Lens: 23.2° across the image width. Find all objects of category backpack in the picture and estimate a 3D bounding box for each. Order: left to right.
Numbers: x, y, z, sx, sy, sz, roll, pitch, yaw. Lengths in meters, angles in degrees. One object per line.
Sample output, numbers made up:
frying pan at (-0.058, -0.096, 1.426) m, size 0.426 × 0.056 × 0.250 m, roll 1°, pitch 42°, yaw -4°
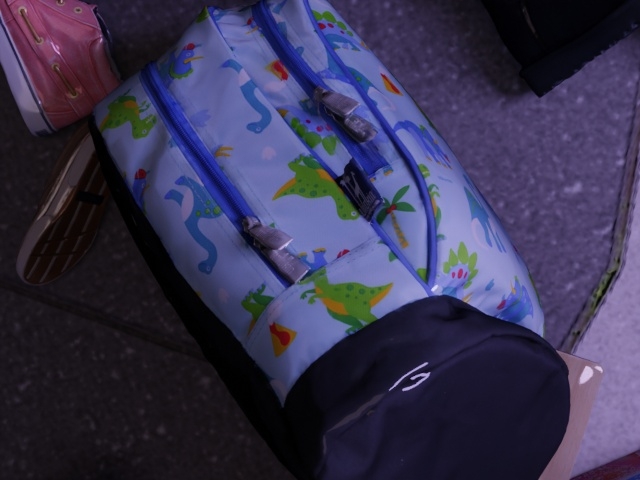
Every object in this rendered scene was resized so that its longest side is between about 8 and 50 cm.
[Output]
backpack at (0.000, 0.000, 1.042) m, size 0.355 × 0.290 × 0.273 m, roll 37°, pitch 92°, yaw 32°

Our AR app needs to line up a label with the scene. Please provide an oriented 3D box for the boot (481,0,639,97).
boot at (0.149, -0.224, 1.056) m, size 0.094 × 0.246 × 0.207 m, roll -41°, pitch 92°, yaw -27°

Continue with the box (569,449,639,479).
box at (0.253, 0.217, 1.042) m, size 0.123 × 0.257 × 0.128 m, roll -22°, pitch 90°, yaw 1°

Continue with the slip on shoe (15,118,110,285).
slip on shoe at (-0.191, -0.030, 1.171) m, size 0.041 × 0.051 × 0.135 m, roll 38°, pitch 104°, yaw 41°

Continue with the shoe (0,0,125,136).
shoe at (-0.208, -0.172, 1.159) m, size 0.081 × 0.063 × 0.178 m, roll -22°, pitch 95°, yaw 2°

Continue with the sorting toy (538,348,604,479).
sorting toy at (0.122, 0.142, 1.153) m, size 0.132 × 0.046 × 0.274 m, roll 18°, pitch 92°, yaw 3°
